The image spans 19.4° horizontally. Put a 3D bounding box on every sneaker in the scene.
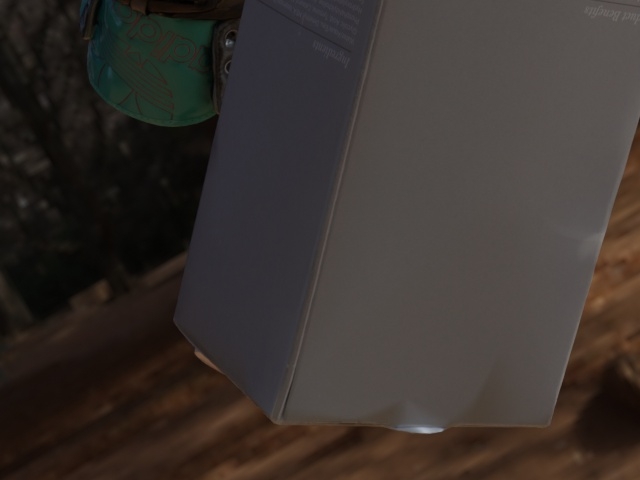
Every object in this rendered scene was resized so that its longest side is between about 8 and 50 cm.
[{"bbox_3d":[-0.090,-0.145,1.024,0.295,0.124,0.178,-25,-37,-60],"label":"sneaker"}]

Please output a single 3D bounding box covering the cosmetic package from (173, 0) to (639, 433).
[{"bbox_3d":[0.041,-0.055,0.677,0.127,0.238,0.107,7,20,-31],"label":"cosmetic package"}]

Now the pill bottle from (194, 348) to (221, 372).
[{"bbox_3d":[0.000,0.000,1.261,0.208,0.119,0.119,-67,8,-13],"label":"pill bottle"}]
